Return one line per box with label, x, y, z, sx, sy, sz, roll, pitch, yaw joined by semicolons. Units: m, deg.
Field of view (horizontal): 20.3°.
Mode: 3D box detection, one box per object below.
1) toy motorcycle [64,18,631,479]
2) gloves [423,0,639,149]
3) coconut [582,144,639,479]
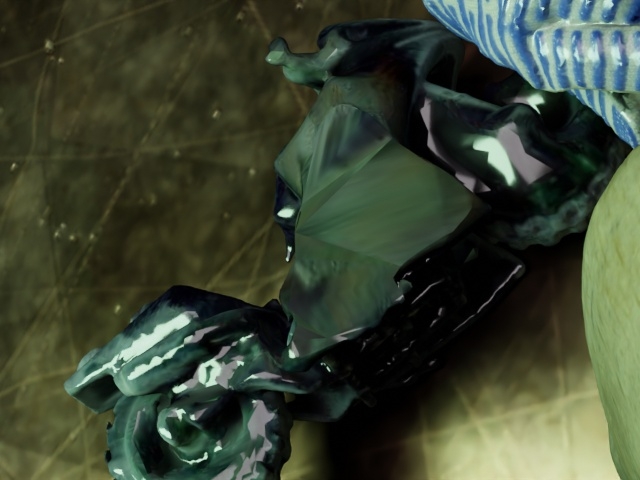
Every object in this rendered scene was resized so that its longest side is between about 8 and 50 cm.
toy motorcycle;0.000;0.000;0.785;0.270;0.106;0.159;-39;59;0
gloves;0.090;-0.113;0.727;0.097;0.119;0.229;-32;41;-28
coconut;0.191;0.036;0.591;0.224;0.224;0.224;-12;67;31
